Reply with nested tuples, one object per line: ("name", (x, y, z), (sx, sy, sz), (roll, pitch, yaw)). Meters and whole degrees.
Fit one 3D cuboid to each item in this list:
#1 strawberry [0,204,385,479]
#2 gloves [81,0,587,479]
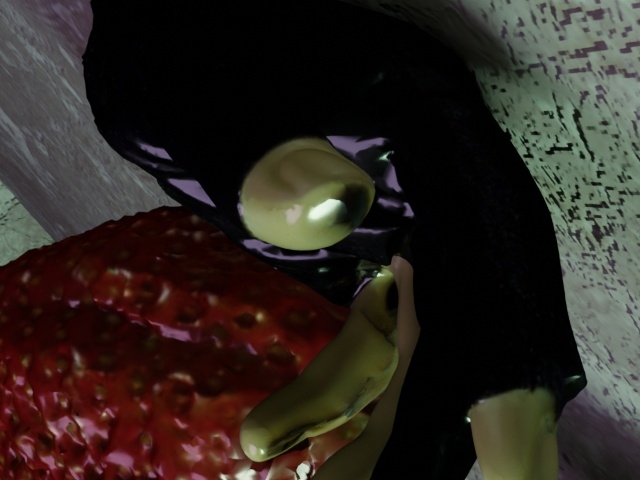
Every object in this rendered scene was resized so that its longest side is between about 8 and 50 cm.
("strawberry", (-0.080, 0.089, 0.859), (0.288, 0.250, 0.238), (21, 161, 17))
("gloves", (0.004, -0.007, 0.588), (0.197, 0.152, 0.301), (52, -167, -50))
